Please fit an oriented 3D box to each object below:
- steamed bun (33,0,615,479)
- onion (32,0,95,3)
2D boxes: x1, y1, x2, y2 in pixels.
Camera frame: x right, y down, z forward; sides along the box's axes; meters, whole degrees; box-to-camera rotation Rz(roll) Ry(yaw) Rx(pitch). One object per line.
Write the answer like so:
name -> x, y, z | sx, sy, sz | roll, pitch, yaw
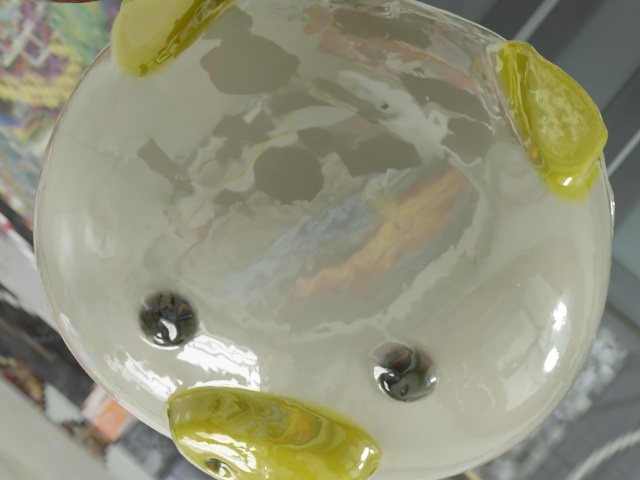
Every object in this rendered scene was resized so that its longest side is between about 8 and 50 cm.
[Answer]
steamed bun -> 0.001, -0.004, 0.977 | 0.334, 0.374, 0.334 | 11, 90, -87
onion -> -0.101, -0.149, 0.528 | 0.159, 0.159, 0.195 | -53, -167, 32
